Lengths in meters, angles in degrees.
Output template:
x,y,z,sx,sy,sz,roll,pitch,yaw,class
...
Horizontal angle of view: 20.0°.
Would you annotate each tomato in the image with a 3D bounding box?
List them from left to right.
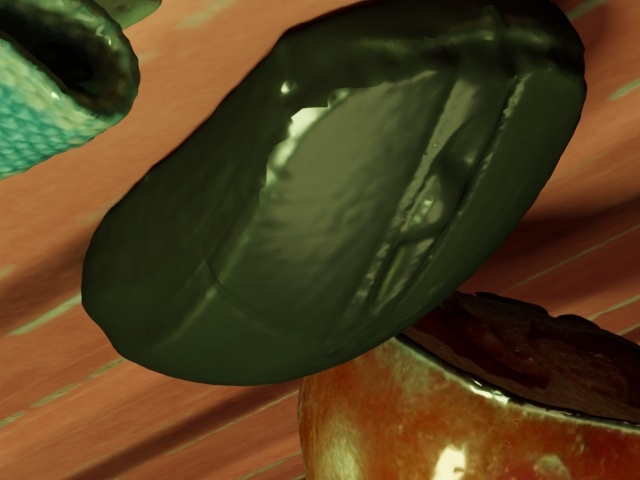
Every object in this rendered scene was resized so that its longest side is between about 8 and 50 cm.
x,y,z,sx,sy,sz,roll,pitch,yaw,class
0.085,0.118,0.916,0.214,0.155,0.181,17,-170,-23,tomato

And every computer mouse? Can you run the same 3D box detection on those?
x,y,z,sx,sy,sz,roll,pitch,yaw,class
0.000,0.000,0.705,0.137,0.086,0.269,-7,160,-35,computer mouse

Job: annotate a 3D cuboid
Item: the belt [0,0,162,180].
x,y,z,sx,sy,sz,roll,pitch,yaw,class
-0.140,-0.061,0.339,0.072,0.087,0.302,-30,160,27,belt
